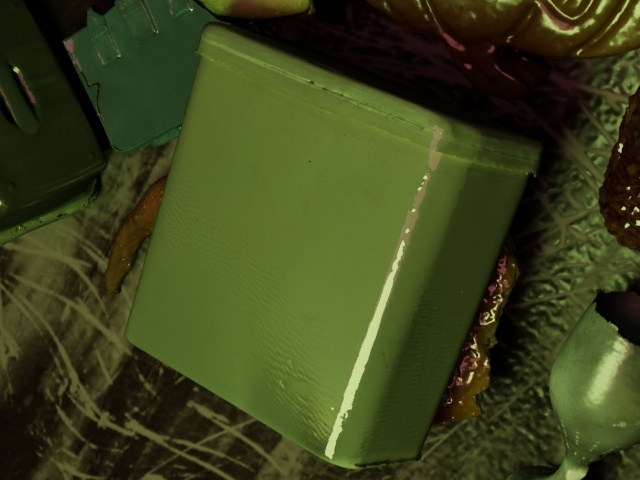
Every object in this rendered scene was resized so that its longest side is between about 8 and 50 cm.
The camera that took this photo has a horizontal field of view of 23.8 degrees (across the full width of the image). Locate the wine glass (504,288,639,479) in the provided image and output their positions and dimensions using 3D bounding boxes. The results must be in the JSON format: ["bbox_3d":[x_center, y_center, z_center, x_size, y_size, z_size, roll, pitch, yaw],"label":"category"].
[{"bbox_3d":[0.275,0.173,1.507,0.126,0.126,0.241,28,118,21],"label":"wine glass"}]

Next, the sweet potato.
[{"bbox_3d":[-0.210,-0.011,1.785,0.050,0.050,0.214,49,126,10],"label":"sweet potato"}]

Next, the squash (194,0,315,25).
[{"bbox_3d":[-0.061,-0.317,1.586,0.184,0.085,0.192,3,94,36],"label":"squash"}]

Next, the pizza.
[{"bbox_3d":[0.113,0.077,1.572,0.182,0.074,0.365,24,101,21],"label":"pizza"}]

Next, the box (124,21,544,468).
[{"bbox_3d":[0.000,0.000,1.508,0.352,0.177,0.344,26,104,36],"label":"box"}]

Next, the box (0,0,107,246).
[{"bbox_3d":[-0.394,-0.139,1.755,0.166,0.220,0.290,-28,90,45],"label":"box"}]

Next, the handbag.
[{"bbox_3d":[-0.173,-0.213,1.698,0.229,0.062,0.179,-28,86,33],"label":"handbag"}]

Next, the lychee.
[{"bbox_3d":[0.351,-0.067,1.371,0.188,0.188,0.188,9,108,28],"label":"lychee"}]

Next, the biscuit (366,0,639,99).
[{"bbox_3d":[0.178,-0.305,1.448,0.394,0.070,0.350,7,110,26],"label":"biscuit"}]
